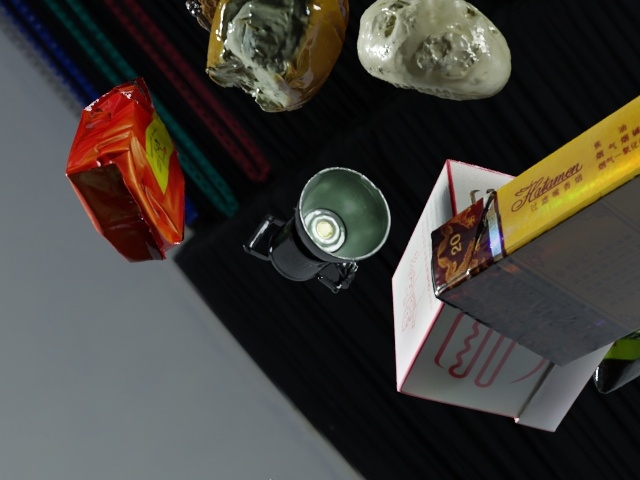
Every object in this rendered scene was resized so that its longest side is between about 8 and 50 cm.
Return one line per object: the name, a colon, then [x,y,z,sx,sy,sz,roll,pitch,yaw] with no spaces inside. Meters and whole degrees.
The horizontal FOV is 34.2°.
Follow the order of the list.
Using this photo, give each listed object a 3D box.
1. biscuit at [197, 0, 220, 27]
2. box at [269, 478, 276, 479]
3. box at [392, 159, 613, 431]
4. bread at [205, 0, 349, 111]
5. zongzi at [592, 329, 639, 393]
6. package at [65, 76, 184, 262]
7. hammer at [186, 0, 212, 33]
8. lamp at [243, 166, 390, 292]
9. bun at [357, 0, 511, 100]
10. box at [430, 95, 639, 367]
biscuit: [-0.123,-0.444,2.112,0.044,0.288,0.202,-49,-29,-41]
box: [0.064,0.514,1.650,0.051,0.365,0.205,-119,47,-72]
box: [0.311,0.089,1.778,0.314,0.300,0.312,-88,16,-51]
bread: [-0.070,-0.365,1.781,0.279,0.224,0.250,86,-154,-84]
zongzi: [0.663,0.092,2.031,0.362,0.384,0.319,-11,0,29]
package: [-0.316,-0.123,1.742,0.123,0.196,0.423,-23,28,5]
hammer: [-0.192,-0.380,1.948,0.021,0.178,0.065,-38,40,4]
lamp: [0.000,0.000,1.610,0.147,0.172,0.227,-58,9,-28]
bun: [0.258,-0.426,2.262,0.362,0.326,0.235,30,104,51]
box: [0.368,-0.008,1.296,0.415,0.264,0.116,-36,39,38]
